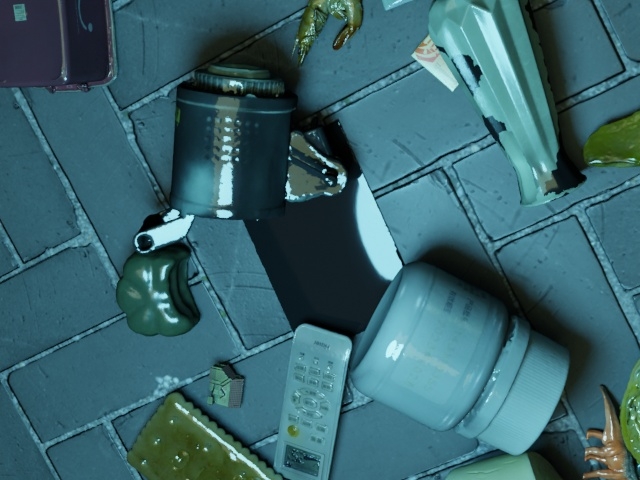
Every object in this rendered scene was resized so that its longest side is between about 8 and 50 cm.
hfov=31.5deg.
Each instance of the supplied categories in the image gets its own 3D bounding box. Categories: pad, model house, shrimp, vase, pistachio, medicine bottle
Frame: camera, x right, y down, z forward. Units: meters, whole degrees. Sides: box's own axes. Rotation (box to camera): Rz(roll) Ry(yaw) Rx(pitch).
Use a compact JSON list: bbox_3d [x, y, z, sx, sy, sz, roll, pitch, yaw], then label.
[{"bbox_3d":[0.000,0.000,2.011,0.247,0.007,0.368,-23,96,20],"label":"pad"},{"bbox_3d":[-0.173,0.269,2.101,0.058,0.057,0.083,14,105,17],"label":"model house"},{"bbox_3d":[0.013,-0.357,1.905,0.095,0.045,0.162,22,105,-12],"label":"shrimp"},{"bbox_3d":[0.301,-0.237,1.794,0.165,0.165,0.360,-22,102,20],"label":"vase"},{"bbox_3d":[0.506,-0.155,1.804,0.173,0.049,0.090,-21,75,21],"label":"pistachio"},{"bbox_3d":[0.229,0.198,1.868,0.306,0.245,0.245,27,110,-1],"label":"medicine bottle"}]

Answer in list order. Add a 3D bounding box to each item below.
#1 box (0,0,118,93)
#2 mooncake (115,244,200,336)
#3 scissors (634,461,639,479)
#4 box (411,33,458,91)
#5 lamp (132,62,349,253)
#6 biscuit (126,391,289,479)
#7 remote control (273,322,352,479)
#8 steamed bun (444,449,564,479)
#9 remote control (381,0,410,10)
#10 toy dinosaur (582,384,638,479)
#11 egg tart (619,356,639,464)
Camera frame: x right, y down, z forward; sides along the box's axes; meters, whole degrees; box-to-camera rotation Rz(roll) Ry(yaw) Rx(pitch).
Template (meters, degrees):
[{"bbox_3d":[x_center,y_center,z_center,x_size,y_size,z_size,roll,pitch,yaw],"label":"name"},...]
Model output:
[{"bbox_3d":[-0.479,-0.396,1.961,0.193,0.167,0.294,0,104,18],"label":"box"},{"bbox_3d":[-0.289,0.094,2.067,0.168,0.104,0.175,-39,94,15],"label":"mooncake"},{"bbox_3d":[0.676,0.414,1.904,0.289,0.041,0.138,-8,94,18],"label":"scissors"},{"bbox_3d":[0.203,-0.298,1.872,0.093,0.015,0.058,42,112,2],"label":"box"},{"bbox_3d":[-0.157,-0.161,1.901,0.374,0.205,0.272,-14,102,2],"label":"lamp"},{"bbox_3d":[-0.206,0.450,2.149,0.325,0.044,0.217,39,118,4],"label":"biscuit"},{"bbox_3d":[-0.011,0.301,2.067,0.109,0.055,0.313,16,113,17],"label":"remote control"},{"bbox_3d":[0.331,0.451,1.935,0.200,0.155,0.250,-21,136,18],"label":"steamed bun"},{"bbox_3d":[0.106,-0.464,1.849,0.065,0.029,0.166,-18,98,20],"label":"remote control"},{"bbox_3d":[0.498,0.387,1.935,0.101,0.055,0.280,-4,102,26],"label":"toy dinosaur"},{"bbox_3d":[0.625,0.276,1.844,0.288,0.118,0.288,5,106,16],"label":"egg tart"}]
